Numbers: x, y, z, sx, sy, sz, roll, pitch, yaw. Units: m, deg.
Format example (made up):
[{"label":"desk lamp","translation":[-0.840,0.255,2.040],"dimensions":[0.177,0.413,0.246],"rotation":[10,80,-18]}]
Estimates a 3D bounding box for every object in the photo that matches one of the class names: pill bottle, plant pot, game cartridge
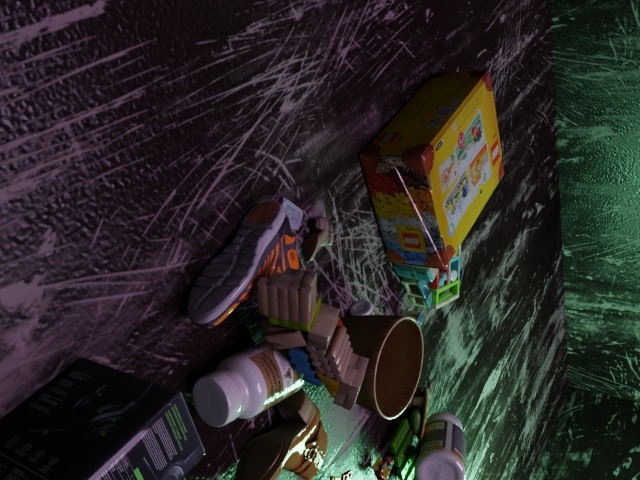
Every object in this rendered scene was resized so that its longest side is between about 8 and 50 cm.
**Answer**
[{"label":"pill bottle","translation":[0.124,0.227,1.717],"dimensions":[0.065,0.065,0.116],"rotation":[-50,135,-37]},{"label":"plant pot","translation":[0.082,0.279,1.502],"dimensions":[0.237,0.254,0.237],"rotation":[-14,107,-54]},{"label":"pill bottle","translation":[0.402,0.695,2.066],"dimensions":[0.278,0.162,0.162],"rotation":[-46,135,-70]},{"label":"game cartridge","translation":[-0.071,-0.058,1.426],"dimensions":[0.083,0.017,0.056],"rotation":[36,64,-52]},{"label":"pill bottle","translation":[-0.145,0.291,1.287],"dimensions":[0.229,0.131,0.131],"rotation":[-16,109,-53]}]

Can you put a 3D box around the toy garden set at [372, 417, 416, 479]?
[{"label":"toy garden set","translation":[0.236,0.720,1.992],"dimensions":[0.204,0.049,0.244],"rotation":[-49,134,-41]}]

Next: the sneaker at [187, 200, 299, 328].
[{"label":"sneaker","translation":[-0.130,0.085,1.275],"dimensions":[0.321,0.124,0.180],"rotation":[-55,136,-33]}]

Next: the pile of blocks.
[{"label":"pile of blocks","translation":[-0.012,0.188,1.285],"dimensions":[0.362,0.148,0.113],"rotation":[64,32,-28]}]

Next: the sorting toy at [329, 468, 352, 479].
[{"label":"sorting toy","translation":[0.028,0.753,1.699],"dimensions":[0.132,0.046,0.275],"rotation":[-8,103,-54]}]

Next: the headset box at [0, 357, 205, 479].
[{"label":"headset box","translation":[-0.348,0.315,0.906],"dimensions":[0.283,0.246,0.131],"rotation":[-43,129,-44]}]

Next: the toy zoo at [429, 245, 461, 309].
[{"label":"toy zoo","translation":[0.435,0.074,2.159],"dimensions":[0.192,0.030,0.294],"rotation":[-15,109,-53]}]

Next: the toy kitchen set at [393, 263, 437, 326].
[{"label":"toy kitchen set","translation":[0.285,0.178,1.887],"dimensions":[0.166,0.122,0.207],"rotation":[-59,139,-29]}]

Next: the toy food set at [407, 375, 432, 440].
[{"label":"toy food set","translation":[0.309,0.547,2.050],"dimensions":[0.128,0.071,0.218],"rotation":[-65,162,-80]}]

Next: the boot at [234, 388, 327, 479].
[{"label":"boot","translation":[-0.080,0.511,1.469],"dimensions":[0.284,0.108,0.220],"rotation":[-63,145,-37]}]

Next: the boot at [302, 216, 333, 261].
[{"label":"boot","translation":[0.000,0.000,1.517],"dimensions":[0.087,0.042,0.119],"rotation":[21,79,-57]}]

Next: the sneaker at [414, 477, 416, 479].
[{"label":"sneaker","translation":[0.439,0.822,2.238],"dimensions":[0.305,0.114,0.152],"rotation":[12,87,-55]}]

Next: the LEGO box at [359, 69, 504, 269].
[{"label":"LEGO box","translation":[0.352,-0.221,1.841],"dimensions":[0.500,0.193,0.373],"rotation":[-49,134,-38]}]
